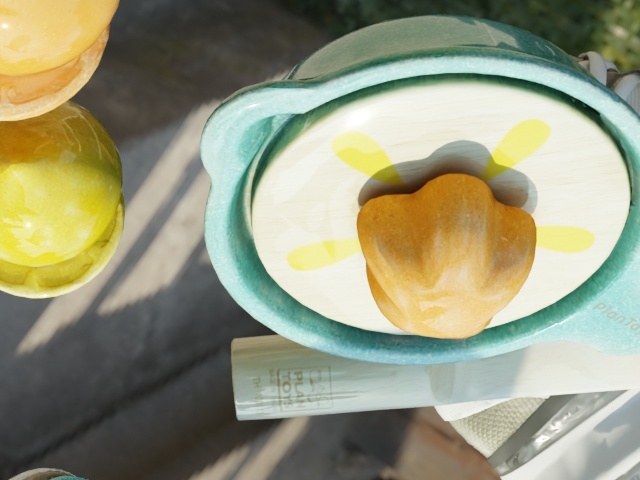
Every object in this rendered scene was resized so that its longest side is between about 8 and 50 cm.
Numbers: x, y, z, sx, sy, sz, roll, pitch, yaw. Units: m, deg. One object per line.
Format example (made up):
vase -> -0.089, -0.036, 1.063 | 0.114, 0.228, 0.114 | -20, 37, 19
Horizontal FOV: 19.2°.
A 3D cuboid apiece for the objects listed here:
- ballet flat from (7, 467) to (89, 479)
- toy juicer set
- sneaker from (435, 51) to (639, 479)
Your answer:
ballet flat -> -0.121, 0.316, 0.921 | 0.139, 0.400, 0.139 | -17, 163, -5
toy juicer set -> 0.000, 0.000, 0.563 | 0.209, 0.089, 0.329 | -18, 138, 15
sneaker -> 0.211, -0.065, 1.050 | 0.447, 0.257, 0.169 | -41, 176, 10
